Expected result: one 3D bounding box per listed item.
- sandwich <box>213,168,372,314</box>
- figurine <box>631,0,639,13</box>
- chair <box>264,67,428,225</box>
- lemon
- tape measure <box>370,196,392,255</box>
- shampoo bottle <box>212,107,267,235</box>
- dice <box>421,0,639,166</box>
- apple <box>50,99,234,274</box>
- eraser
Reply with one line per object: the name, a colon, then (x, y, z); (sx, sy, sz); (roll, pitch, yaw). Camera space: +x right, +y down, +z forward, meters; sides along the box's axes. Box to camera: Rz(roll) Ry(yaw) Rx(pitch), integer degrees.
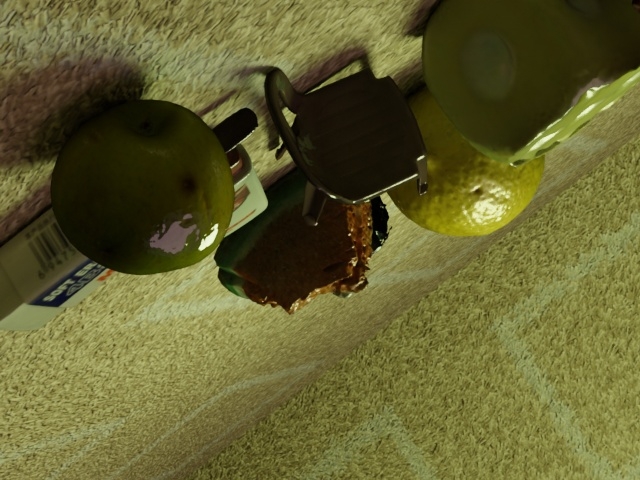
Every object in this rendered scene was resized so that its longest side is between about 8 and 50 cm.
sandwich: (-0.033, 0.006, 2.009); (0.292, 0.212, 0.109); (-24, 156, 14)
figurine: (0.398, -0.364, 1.626); (0.183, 0.226, 0.160); (-23, 162, -43)
chair: (0.036, -0.132, 1.699); (0.183, 0.175, 0.326); (-24, 173, -4)
lemon: (0.214, -0.126, 2.025); (0.267, 0.267, 0.267); (-33, 168, -8)
tape measure: (0.000, 0.000, 2.182); (0.223, 0.135, 0.202); (-16, 168, -44)
shampoo bottle: (-0.129, -0.076, 1.704); (0.153, 0.071, 0.284); (-30, 168, -16)
dice: (0.292, -0.256, 1.759); (0.233, 0.226, 0.238); (-24, 165, -42)
apple: (-0.181, -0.058, 1.390); (0.196, 0.196, 0.156); (-24, 135, -39)
eraser: (-0.275, -0.003, 1.580); (0.279, 0.081, 0.124); (-37, 168, 10)
